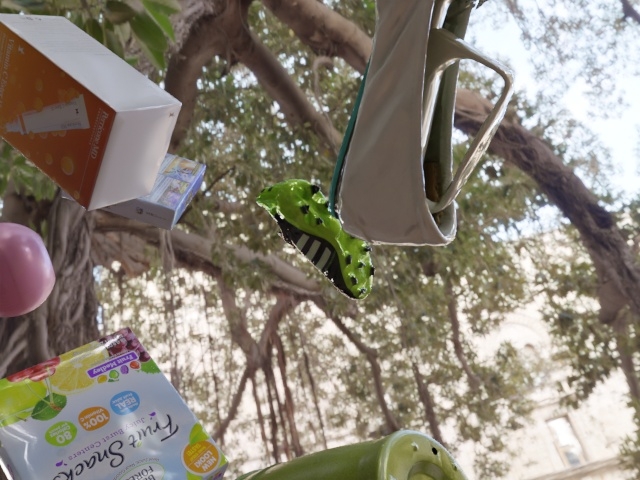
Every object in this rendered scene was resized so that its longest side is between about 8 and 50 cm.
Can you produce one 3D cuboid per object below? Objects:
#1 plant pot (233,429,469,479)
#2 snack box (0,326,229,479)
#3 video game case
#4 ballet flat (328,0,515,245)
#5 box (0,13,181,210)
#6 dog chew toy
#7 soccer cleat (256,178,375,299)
[{"bbox_3d":[0.059,0.479,0.973,0.366,0.366,0.353,22,-50,-39],"label":"plant pot"},{"bbox_3d":[-0.227,0.210,0.640,0.174,0.207,0.070,-23,-33,-40],"label":"snack box"},{"bbox_3d":[-0.418,-0.138,1.421,0.244,0.269,0.061,17,-62,-3],"label":"video game case"},{"bbox_3d":[0.102,-0.174,0.497,0.139,0.139,0.400,-1,-65,-19],"label":"ballet flat"},{"bbox_3d":[-0.470,-0.252,1.179,0.168,0.345,0.215,-28,-30,-56],"label":"box"},{"bbox_3d":[-0.744,0.090,1.292,0.332,0.206,0.206,-22,-32,-30],"label":"dog chew toy"},{"bbox_3d":[0.000,0.000,0.664,0.072,0.060,0.179,3,-38,41],"label":"soccer cleat"}]
